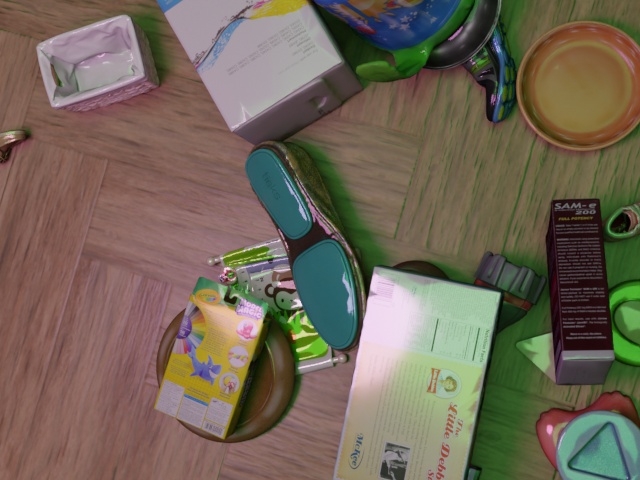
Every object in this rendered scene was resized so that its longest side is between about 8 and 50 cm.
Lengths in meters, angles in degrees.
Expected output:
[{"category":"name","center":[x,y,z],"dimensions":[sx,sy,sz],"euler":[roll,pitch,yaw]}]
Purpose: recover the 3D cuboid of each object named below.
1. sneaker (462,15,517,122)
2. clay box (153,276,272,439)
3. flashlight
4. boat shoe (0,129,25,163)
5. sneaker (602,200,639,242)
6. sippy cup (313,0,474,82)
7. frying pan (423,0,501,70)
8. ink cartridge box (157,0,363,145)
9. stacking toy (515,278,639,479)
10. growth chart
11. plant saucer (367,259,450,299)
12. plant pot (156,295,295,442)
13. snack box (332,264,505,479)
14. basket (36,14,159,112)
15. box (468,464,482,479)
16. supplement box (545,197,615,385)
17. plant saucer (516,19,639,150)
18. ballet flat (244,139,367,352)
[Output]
[{"category":"sneaker","center":[0.254,-0.271,1.519],"dimensions":[0.078,0.067,0.188],"euler":[-13,86,30]},{"category":"clay box","center":[-0.161,0.177,1.515],"dimensions":[0.128,0.053,0.222],"euler":[21,95,14]},{"category":"flashlight","center":[0.231,0.172,1.470],"dimensions":[0.103,0.103,0.304],"euler":[24,90,13]},{"category":"boat shoe","center":[-0.550,-0.148,1.658],"dimensions":[0.135,0.050,0.045],"euler":[-21,87,18]},{"category":"sneaker","center":[0.478,-0.036,1.454],"dimensions":[0.134,0.070,0.051],"euler":[-24,81,7]},{"category":"sippy cup","center":[0.078,-0.401,1.413],"dimensions":[0.240,0.224,0.305],"euler":[-46,64,25]},{"category":"frying pan","center":[0.182,-0.425,1.509],"dimensions":[0.197,0.053,0.326],"euler":[0,90,35]},{"category":"ink cartridge box","center":[-0.093,-0.311,1.507],"dimensions":[0.197,0.198,0.270],"euler":[-31,81,8]},{"category":"stacking toy","center":[0.447,0.214,1.414],"dimensions":[0.309,0.130,0.279],"euler":[-28,83,7]},{"category":"growth chart","center":[-0.063,0.107,1.567],"dimensions":[0.172,0.021,0.237],"euler":[-23,85,9]},{"category":"plant saucer","center":[0.129,0.110,1.491],"dimensions":[0.168,0.029,0.168],"euler":[-11,71,35]},{"category":"plant pot","center":[-0.157,0.207,1.559],"dimensions":[0.236,0.032,0.236],"euler":[0,91,14]},{"category":"snack box","center":[0.141,0.210,1.415],"dimensions":[0.187,0.060,0.321],"euler":[12,93,16]},{"category":"basket","center":[-0.356,-0.281,1.600],"dimensions":[0.167,0.103,0.113],"euler":[-16,84,10]},{"category":"box","center":[0.153,0.379,1.509],"dimensions":[0.162,0.029,0.116],"euler":[17,89,9]},{"category":"supplement box","center":[0.366,0.074,1.401],"dimensions":[0.073,0.130,0.239],"euler":[-2,66,8]},{"category":"plant saucer","center":[0.399,-0.233,1.497],"dimensions":[0.200,0.037,0.199],"euler":[-1,86,11]},{"category":"ballet flat","center":[0.000,0.000,1.517],"dimensions":[0.123,0.123,0.348],"euler":[-27,83,8]}]
